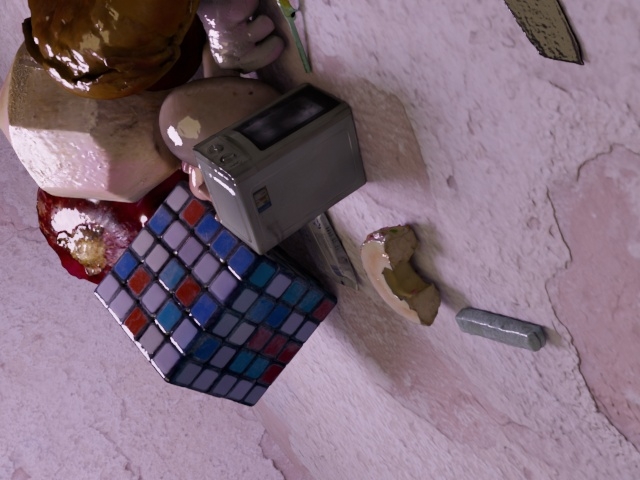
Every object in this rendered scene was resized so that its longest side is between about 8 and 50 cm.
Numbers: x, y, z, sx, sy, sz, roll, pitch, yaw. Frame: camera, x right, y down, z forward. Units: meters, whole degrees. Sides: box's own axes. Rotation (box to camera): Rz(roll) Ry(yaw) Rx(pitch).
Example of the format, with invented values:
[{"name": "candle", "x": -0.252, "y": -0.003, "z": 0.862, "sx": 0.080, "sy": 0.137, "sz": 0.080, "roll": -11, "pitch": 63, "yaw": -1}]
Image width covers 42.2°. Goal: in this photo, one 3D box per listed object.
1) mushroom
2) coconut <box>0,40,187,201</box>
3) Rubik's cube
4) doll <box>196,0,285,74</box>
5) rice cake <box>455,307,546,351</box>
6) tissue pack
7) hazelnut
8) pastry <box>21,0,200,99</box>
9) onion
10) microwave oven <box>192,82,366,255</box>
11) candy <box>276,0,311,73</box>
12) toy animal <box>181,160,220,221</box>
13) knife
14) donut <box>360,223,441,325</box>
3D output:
[{"name": "mushroom", "x": -0.151, "y": -0.218, "z": 1.310, "sx": 0.207, "sy": 0.207, "sz": 0.215, "roll": 121, "pitch": 147, "yaw": -68}, {"name": "coconut", "x": -0.420, "y": -0.238, "z": 1.525, "sx": 0.352, "sy": 0.352, "sz": 0.353, "roll": 46, "pitch": 158, "yaw": 25}, {"name": "Rubik's cube", "x": -0.199, "y": 0.107, "z": 1.599, "sx": 0.293, "sy": 0.287, "sz": 0.292, "roll": 40, "pitch": -177, "yaw": 34}, {"name": "doll", "x": -0.131, "y": -0.328, "z": 1.182, "sx": 0.149, "sy": 0.095, "sz": 0.192, "roll": 41, "pitch": 157, "yaw": 47}, {"name": "rice cake", "x": 0.241, "y": 0.120, "z": 1.125, "sx": 0.033, "sy": 0.029, "sz": 0.171, "roll": 59, "pitch": 159, "yaw": -18}, {"name": "tissue pack", "x": 0.000, "y": 0.000, "z": 1.489, "sx": 0.122, "sy": 0.026, "sz": 0.193, "roll": 16, "pitch": 137, "yaw": 59}, {"name": "hazelnut", "x": -0.270, "y": -0.358, "z": 1.356, "sx": 0.208, "sy": 0.208, "sz": 0.208, "roll": 46, "pitch": 158, "yaw": 25}, {"name": "pastry", "x": -0.286, "y": -0.362, "z": 1.134, "sx": 0.356, "sy": 0.164, "sz": 0.356, "roll": -8, "pitch": 79, "yaw": 48}, {"name": "onion", "x": -0.454, "y": -0.101, "z": 2.039, "sx": 0.398, "sy": 0.420, "sz": 0.398, "roll": 6, "pitch": 110, "yaw": 16}, {"name": "microwave oven", "x": -0.058, "y": -0.109, "z": 1.196, "sx": 0.129, "sy": 0.205, "sz": 0.163, "roll": 37, "pitch": 152, "yaw": 41}, {"name": "candy", "x": -0.044, "y": -0.300, "z": 1.112, "sx": 0.058, "sy": 0.062, "sz": 0.194, "roll": -5, "pitch": 141, "yaw": 16}, {"name": "toy animal", "x": -0.156, "y": -0.126, "z": 1.474, "sx": 0.250, "sy": 0.154, "sz": 0.166, "roll": 51, "pitch": 119, "yaw": 37}, {"name": "knife", "x": 0.166, "y": -0.248, "z": 0.745, "sx": 0.230, "sy": 0.028, "sz": 0.060, "roll": 54, "pitch": 148, "yaw": -1}, {"name": "donut", "x": 0.118, "y": 0.045, "z": 1.236, "sx": 0.108, "sy": 0.065, "sz": 0.166, "roll": 16, "pitch": 137, "yaw": 61}]
